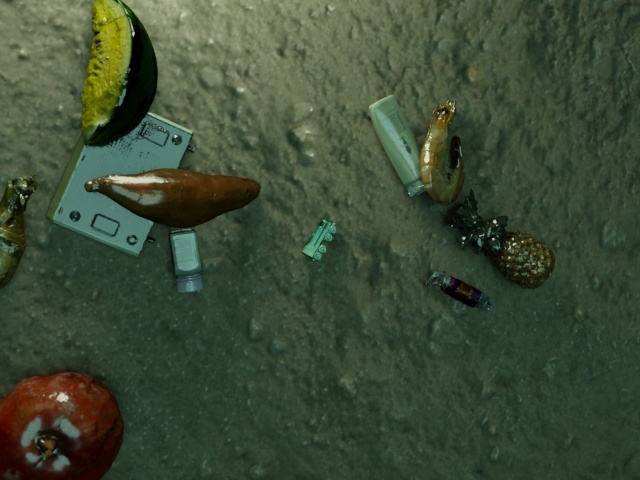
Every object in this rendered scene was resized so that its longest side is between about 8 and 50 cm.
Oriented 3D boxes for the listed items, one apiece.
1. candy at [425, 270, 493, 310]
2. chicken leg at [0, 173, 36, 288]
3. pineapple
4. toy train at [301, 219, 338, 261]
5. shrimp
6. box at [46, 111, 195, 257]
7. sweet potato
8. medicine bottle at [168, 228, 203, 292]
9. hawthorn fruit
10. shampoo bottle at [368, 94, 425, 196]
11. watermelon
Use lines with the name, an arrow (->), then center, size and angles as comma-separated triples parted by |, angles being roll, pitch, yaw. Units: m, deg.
candy -> 0.302, 0.111, 1.710 | 0.175, 0.043, 0.045 | 27, 86, -18
chicken leg -> -0.587, -0.020, 1.450 | 0.103, 0.088, 0.227 | 16, 93, -2
pineapple -> 0.376, 0.003, 1.689 | 0.251, 0.125, 0.125 | 36, 85, -8
toy train -> 0.000, 0.000, 1.632 | 0.045, 0.029, 0.092 | 29, 83, 1
shrimp -> 0.265, -0.182, 1.659 | 0.133, 0.053, 0.235 | 21, 67, -30
box -> -0.376, -0.122, 1.517 | 0.211, 0.045, 0.270 | 25, 87, -13
sweet potato -> -0.262, -0.078, 1.479 | 0.359, 0.112, 0.112 | 4, 93, -34
medicine bottle -> -0.261, 0.039, 1.543 | 0.055, 0.074, 0.117 | -10, 97, -14
hawthorn fruit -> -0.477, 0.350, 1.411 | 0.242, 0.272, 0.241 | 0, 87, -7
shampoo bottle -> 0.170, -0.195, 1.648 | 0.072, 0.049, 0.212 | -35, 102, -23
watermelon -> -0.373, -0.316, 1.465 | 0.129, 0.123, 0.301 | 2, 80, 12
